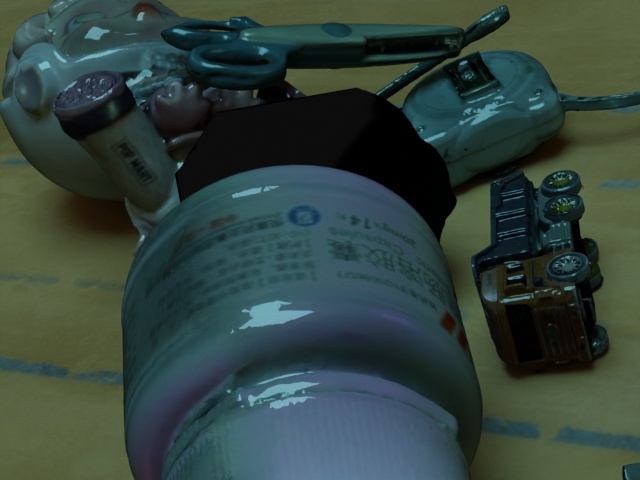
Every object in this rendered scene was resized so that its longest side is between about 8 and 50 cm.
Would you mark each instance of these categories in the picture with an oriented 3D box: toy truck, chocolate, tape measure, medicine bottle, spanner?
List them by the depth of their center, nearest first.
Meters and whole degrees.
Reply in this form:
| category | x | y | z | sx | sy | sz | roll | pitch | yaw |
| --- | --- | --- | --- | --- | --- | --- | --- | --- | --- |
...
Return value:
| category | x | y | z | sx | sy | sz | roll | pitch | yaw |
| --- | --- | --- | --- | --- | --- | --- | --- | --- | --- |
| medicine bottle | -0.011 | 0.123 | 1.133 | 0.241 | 0.241 | 0.302 | -16 | 41 | 6 |
| toy truck | 0.174 | 0.021 | 1.344 | 0.092 | 0.083 | 0.192 | -12 | 31 | 12 |
| chocolate | 0.000 | 0.000 | 1.455 | 0.224 | 0.206 | 0.177 | -11 | -13 | -4 |
| tape measure | 0.225 | -0.151 | 1.581 | 0.330 | 0.084 | 0.164 | -24 | 36 | -4 |
| spanner | 0.058 | -0.141 | 1.639 | 0.302 | 0.017 | 0.071 | -34 | -1 | 3 |

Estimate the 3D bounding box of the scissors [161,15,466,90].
| category | x | y | z | sx | sy | sz | roll | pitch | yaw |
| --- | --- | --- | --- | --- | --- | --- | --- | --- | --- |
| scissors | 0.003 | -0.177 | 1.543 | 0.289 | 0.041 | 0.138 | -6 | 29 | -22 |

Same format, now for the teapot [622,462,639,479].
| category | x | y | z | sx | sy | sz | roll | pitch | yaw |
| --- | --- | --- | --- | --- | --- | --- | --- | --- | --- |
| teapot | 0.242 | 0.212 | 0.836 | 0.163 | 0.221 | 0.178 | -26 | 30 | 34 |

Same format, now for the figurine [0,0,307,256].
| category | x | y | z | sx | sy | sz | roll | pitch | yaw |
| --- | --- | --- | --- | --- | --- | --- | --- | --- | --- |
| figurine | -0.184 | -0.122 | 1.624 | 0.253 | 0.211 | 0.361 | 14 | 17 | -33 |
